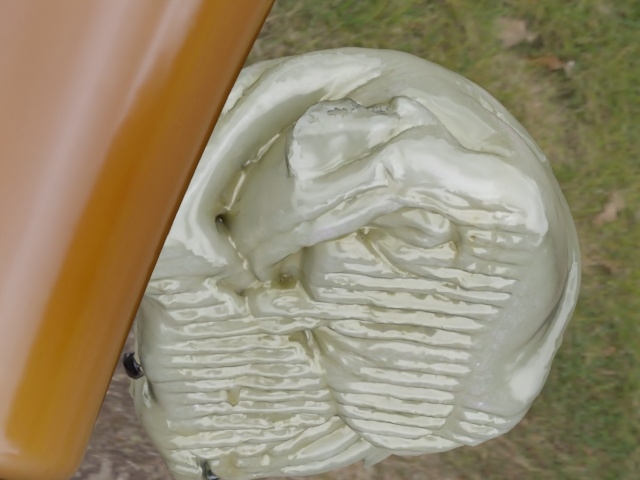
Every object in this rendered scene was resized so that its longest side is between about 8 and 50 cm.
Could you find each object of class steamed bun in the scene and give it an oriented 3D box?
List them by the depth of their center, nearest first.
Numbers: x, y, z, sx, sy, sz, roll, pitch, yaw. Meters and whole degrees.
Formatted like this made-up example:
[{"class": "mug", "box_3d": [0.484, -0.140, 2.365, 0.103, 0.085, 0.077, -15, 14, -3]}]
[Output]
[{"class": "steamed bun", "box_3d": [0.000, 0.000, 1.094, 0.346, 0.394, 0.237, 33, 38, -27]}]

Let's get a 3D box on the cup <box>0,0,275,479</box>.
[{"class": "cup", "box_3d": [-0.099, -0.081, 0.391, 0.182, 0.226, 0.264, 23, 78, -33]}]
